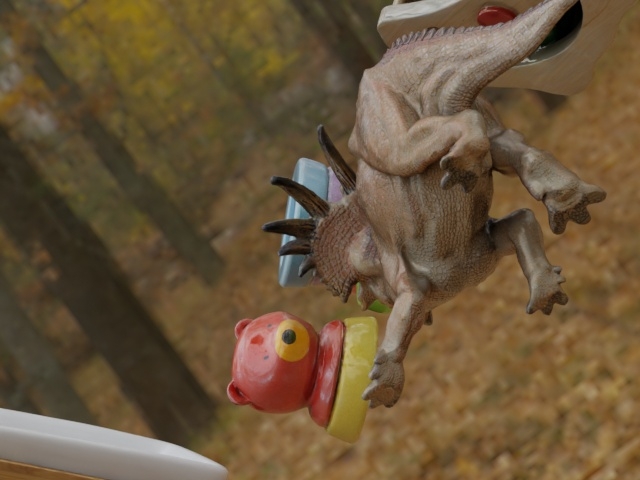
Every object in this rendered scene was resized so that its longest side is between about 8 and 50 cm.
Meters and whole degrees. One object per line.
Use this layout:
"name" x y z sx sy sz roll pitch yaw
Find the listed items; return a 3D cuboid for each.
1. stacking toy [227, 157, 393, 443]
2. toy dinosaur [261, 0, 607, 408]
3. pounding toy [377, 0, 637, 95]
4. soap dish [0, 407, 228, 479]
"stacking toy" 0.000 0.000 1.752 0.309 0.130 0.279 -86 8 -45
"toy dinosaur" 0.056 -0.040 1.109 0.127 0.200 0.296 -6 -52 -26
"pounding toy" 0.136 -0.202 1.289 0.269 0.154 0.155 110 177 -65
"soap dish" -0.250 0.248 1.865 0.229 0.290 0.118 -175 99 -70
